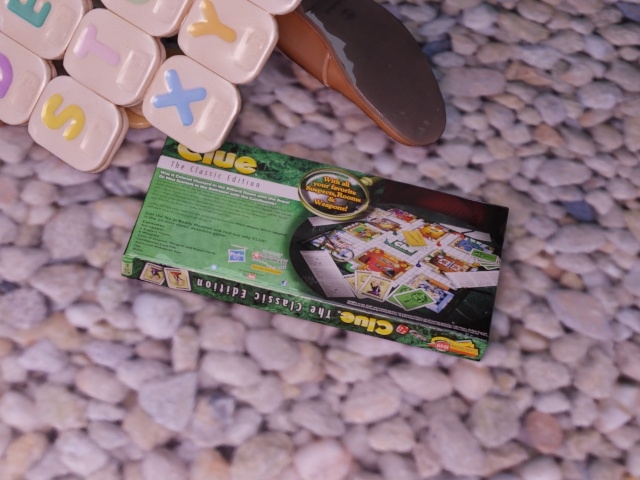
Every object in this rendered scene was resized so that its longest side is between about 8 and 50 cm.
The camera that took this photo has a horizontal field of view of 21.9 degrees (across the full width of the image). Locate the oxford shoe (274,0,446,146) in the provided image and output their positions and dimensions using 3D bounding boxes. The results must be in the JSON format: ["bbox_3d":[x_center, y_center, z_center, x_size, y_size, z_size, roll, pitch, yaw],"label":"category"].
[{"bbox_3d":[0.017,-0.149,1.299,0.076,0.076,0.212,-34,78,-35],"label":"oxford shoe"}]

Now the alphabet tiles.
[{"bbox_3d":[-0.150,-0.199,1.197,0.278,0.284,0.021,34,12,18],"label":"alphabet tiles"}]

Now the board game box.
[{"bbox_3d":[0.000,0.000,1.186,0.260,0.030,0.136,14,50,2],"label":"board game box"}]

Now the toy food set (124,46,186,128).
[{"bbox_3d":[-0.119,-0.117,1.272,0.082,0.020,0.083,3,48,-9],"label":"toy food set"}]
